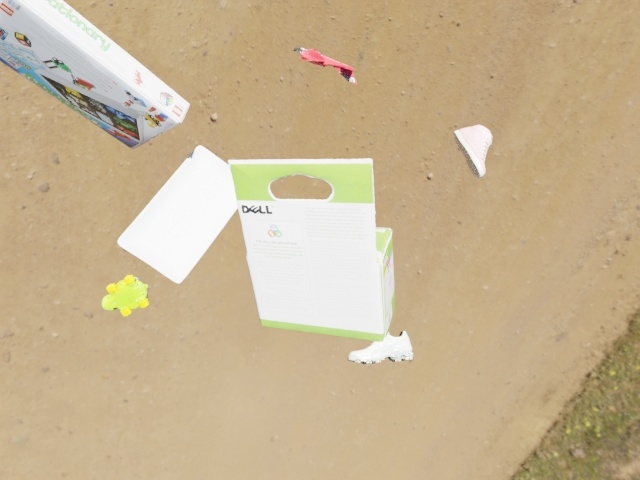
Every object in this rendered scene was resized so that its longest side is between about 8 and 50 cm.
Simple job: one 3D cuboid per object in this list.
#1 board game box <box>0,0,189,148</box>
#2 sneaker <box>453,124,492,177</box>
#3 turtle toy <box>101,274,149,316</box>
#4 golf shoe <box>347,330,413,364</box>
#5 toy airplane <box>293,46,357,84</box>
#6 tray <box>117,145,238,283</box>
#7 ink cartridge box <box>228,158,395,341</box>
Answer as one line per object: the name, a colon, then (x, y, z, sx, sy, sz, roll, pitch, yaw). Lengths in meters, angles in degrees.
board game box: (-0.413, -0.292, 0.784, 0.193, 0.053, 0.305, -9, 146, 41)
sneaker: (0.332, -0.192, 0.920, 0.070, 0.134, 0.051, -18, 142, 8)
turtle toy: (-0.510, 0.145, 1.154, 0.130, 0.066, 0.095, -26, 102, -3)
golf shoe: (0.152, 0.277, 1.154, 0.176, 0.086, 0.069, -2, 164, -15)
toy airplane: (0.013, -0.363, 0.903, 0.151, 0.151, 0.028, 17, 114, -21)
tray: (-0.269, -0.057, 0.910, 0.145, 0.030, 0.270, 36, 66, -10)
ink cartridge box: (0.000, 0.000, 0.602, 0.189, 0.097, 0.255, 3, 118, 19)
